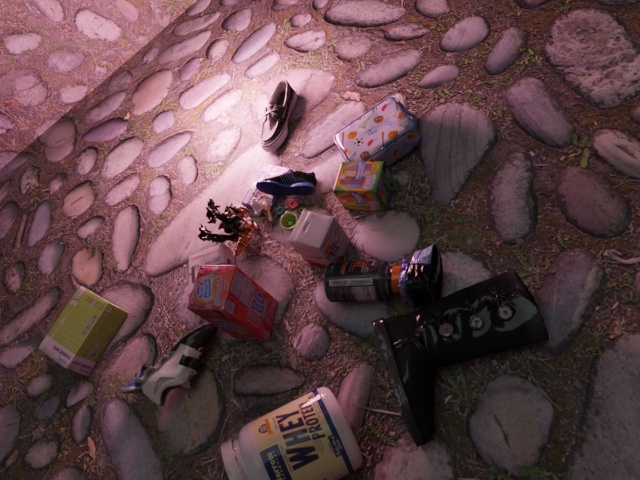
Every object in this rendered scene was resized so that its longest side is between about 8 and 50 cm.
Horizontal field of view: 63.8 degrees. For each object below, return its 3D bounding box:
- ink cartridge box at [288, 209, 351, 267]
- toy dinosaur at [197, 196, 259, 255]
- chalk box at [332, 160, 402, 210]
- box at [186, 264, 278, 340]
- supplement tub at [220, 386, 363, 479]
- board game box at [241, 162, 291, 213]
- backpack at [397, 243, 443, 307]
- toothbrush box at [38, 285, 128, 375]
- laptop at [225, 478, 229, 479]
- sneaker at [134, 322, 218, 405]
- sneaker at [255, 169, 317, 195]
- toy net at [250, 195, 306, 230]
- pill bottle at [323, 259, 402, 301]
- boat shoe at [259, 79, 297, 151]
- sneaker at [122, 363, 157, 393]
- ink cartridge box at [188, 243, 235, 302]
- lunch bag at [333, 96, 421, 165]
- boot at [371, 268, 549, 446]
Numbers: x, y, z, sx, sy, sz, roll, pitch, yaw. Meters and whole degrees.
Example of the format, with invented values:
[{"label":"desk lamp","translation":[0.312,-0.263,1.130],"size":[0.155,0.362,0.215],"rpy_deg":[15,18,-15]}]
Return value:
[{"label":"ink cartridge box","translation":[0.000,0.000,1.746],"size":[0.128,0.176,0.128],"rpy_deg":[14,69,31]},{"label":"toy dinosaur","translation":[-0.323,-0.055,1.905],"size":[0.322,0.219,0.164],"rpy_deg":[-146,71,-67]},{"label":"chalk box","translation":[0.175,-0.188,1.802],"size":[0.213,0.132,0.131],"rpy_deg":[4,64,29]},{"label":"box","translation":[-0.277,0.208,1.679],"size":[0.142,0.300,0.153],"rpy_deg":[0,63,25]},{"label":"supplement tub","translation":[-0.076,0.563,1.376],"size":[0.325,0.235,0.235],"rpy_deg":[-24,53,-10]},{"label":"board game box","translation":[-0.214,-0.209,2.057],"size":[0.136,0.035,0.201],"rpy_deg":[18,71,32]},{"label":"backpack","translation":[0.309,0.101,1.555],"size":[0.117,0.158,0.173],"rpy_deg":[-2,54,24]},{"label":"toothbrush box","translation":[-0.927,0.350,2.015],"size":[0.206,0.122,0.283],"rpy_deg":[18,70,32]},{"label":"laptop","translation":[-0.195,0.772,1.362],"size":[0.382,0.408,0.236],"rpy_deg":[54,126,37]},{"label":"sneaker","translation":[-0.459,0.427,1.767],"size":[0.330,0.122,0.146],"rpy_deg":[-43,74,-9]},{"label":"sneaker","translation":[-0.130,-0.227,1.984],"size":[0.233,0.081,0.090],"rpy_deg":[4,53,3]},{"label":"toy net","translation":[-0.167,-0.126,1.950],"size":[0.232,0.045,0.122],"rpy_deg":[28,79,19]},{"label":"pill bottle","translation":[0.144,0.129,1.633],"size":[0.246,0.130,0.130],"rpy_deg":[-4,61,22]},{"label":"boat shoe","translation":[-0.197,-0.536,2.186],"size":[0.121,0.119,0.334],"rpy_deg":[1,63,26]},{"label":"sneaker","translation":[-0.634,0.488,1.833],"size":[0.152,0.058,0.084],"rpy_deg":[-20,61,9]},{"label":"ink cartridge box","translation":[-0.401,0.140,1.908],"size":[0.159,0.092,0.217],"rpy_deg":[-19,54,14]},{"label":"lunch bag","translation":[0.213,-0.389,1.915],"size":[0.304,0.115,0.243],"rpy_deg":[-32,51,6]},{"label":"boot","translation":[0.403,0.316,1.411],"size":[0.446,0.146,0.366],"rpy_deg":[-19,65,4]}]
